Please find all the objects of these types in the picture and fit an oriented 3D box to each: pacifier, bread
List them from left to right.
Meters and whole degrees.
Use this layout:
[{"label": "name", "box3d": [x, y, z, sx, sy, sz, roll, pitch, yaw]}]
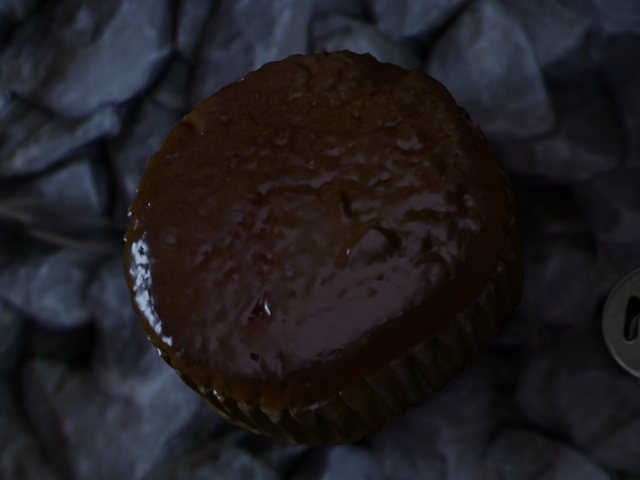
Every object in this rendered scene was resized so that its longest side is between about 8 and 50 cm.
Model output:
[{"label": "bread", "box3d": [0.001, 0.001, 0.721, 0.199, 0.104, 0.199, -3, 71, 9]}, {"label": "pacifier", "box3d": [0.177, 0.047, 0.701, 0.083, 0.064, 0.068, 9, 92, 12]}]
